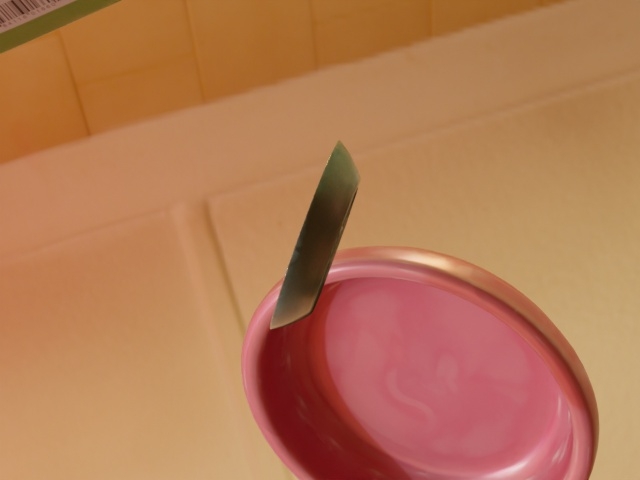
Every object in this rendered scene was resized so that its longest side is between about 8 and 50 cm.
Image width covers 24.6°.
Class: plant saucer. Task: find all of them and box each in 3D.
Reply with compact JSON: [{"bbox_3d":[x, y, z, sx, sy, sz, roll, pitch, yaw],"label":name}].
[{"bbox_3d":[0.000,0.000,0.869,0.021,0.119,0.119,20,-123,3],"label":"plant saucer"},{"bbox_3d":[0.094,0.134,1.334,0.332,0.332,0.084,15,-141,15],"label":"plant saucer"}]

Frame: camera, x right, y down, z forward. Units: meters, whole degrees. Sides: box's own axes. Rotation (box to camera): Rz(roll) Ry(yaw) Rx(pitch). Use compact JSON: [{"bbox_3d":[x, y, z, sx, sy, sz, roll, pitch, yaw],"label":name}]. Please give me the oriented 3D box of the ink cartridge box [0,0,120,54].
[{"bbox_3d":[-0.189,-0.282,1.021,0.188,0.097,0.255,-22,-120,10],"label":"ink cartridge box"}]
